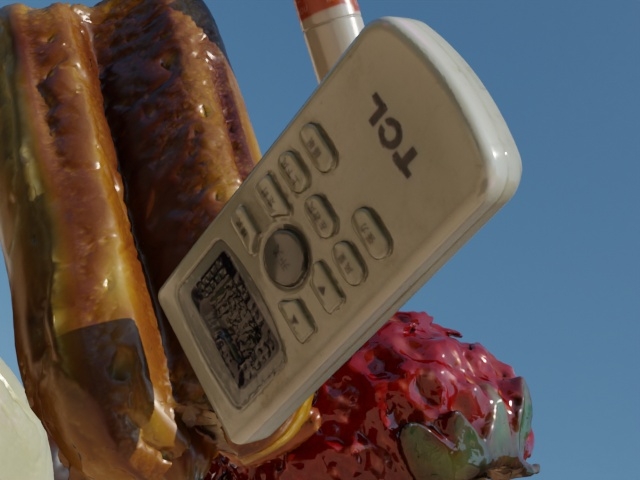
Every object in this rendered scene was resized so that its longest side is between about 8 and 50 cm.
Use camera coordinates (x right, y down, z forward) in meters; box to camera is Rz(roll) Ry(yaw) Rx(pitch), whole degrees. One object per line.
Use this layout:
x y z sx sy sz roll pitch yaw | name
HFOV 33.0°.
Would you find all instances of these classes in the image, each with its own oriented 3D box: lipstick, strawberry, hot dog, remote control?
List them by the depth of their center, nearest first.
0.000 0.000 0.435 0.190 0.029 0.087 -47 -118 35 | remote control
-0.105 -0.011 0.621 0.158 0.348 0.117 -10 -36 -16 | hot dog
0.010 0.095 0.655 0.190 0.111 0.237 -9 0 -45 | strawberry
0.010 -0.123 0.667 0.038 0.038 0.130 -13 -87 54 | lipstick

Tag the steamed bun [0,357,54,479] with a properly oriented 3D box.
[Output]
-0.342 0.201 0.705 0.312 0.333 0.233 32 4 -10 | steamed bun
